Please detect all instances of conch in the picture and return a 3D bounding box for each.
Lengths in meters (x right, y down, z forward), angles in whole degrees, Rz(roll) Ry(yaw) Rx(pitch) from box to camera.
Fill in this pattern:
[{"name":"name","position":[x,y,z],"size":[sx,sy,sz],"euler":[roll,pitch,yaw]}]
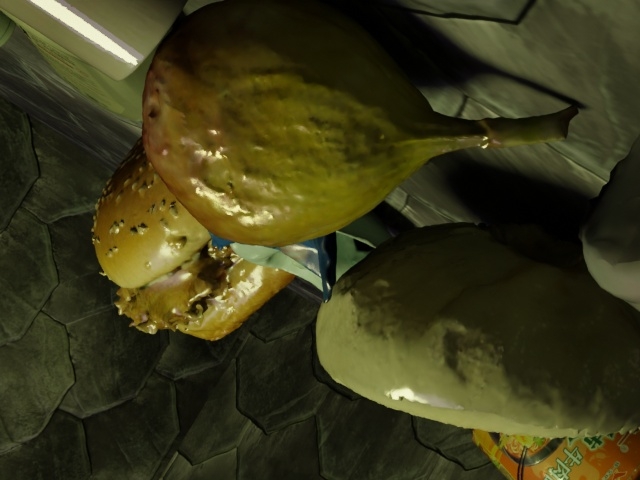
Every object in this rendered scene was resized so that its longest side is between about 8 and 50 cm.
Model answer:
[{"name":"conch","position":[0.001,-0.006,1.092],"size":[0.221,0.121,0.185],"euler":[27,172,-29]}]

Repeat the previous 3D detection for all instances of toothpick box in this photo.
[{"name":"toothpick box","position":[-0.167,-0.188,0.557],"size":[0.180,0.111,0.111],"euler":[33,173,-25]}]

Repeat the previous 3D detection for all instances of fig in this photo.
[{"name":"fig","position":[0.022,-0.071,0.566],"size":[0.257,0.159,0.159],"euler":[4,160,28]}]

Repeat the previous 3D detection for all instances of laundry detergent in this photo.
[{"name":"laundry detergent","position":[-0.201,-0.191,0.775],"size":[0.181,0.091,0.253],"euler":[36,174,8]}]

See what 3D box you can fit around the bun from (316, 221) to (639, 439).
[{"name":"bun","position":[0.138,0.058,0.739],"size":[0.287,0.146,0.287],"euler":[5,-176,0]}]

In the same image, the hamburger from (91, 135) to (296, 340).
[{"name":"hamburger","position":[-0.200,0.002,1.382],"size":[0.268,0.287,0.445],"euler":[36,170,-24]}]

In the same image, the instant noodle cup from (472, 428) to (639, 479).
[{"name":"instant noodle cup","position":[0.305,0.233,1.144],"size":[0.182,0.230,0.230],"euler":[39,177,23]}]

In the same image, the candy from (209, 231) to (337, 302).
[{"name":"candy","position":[-0.057,-0.062,0.819],"size":[0.077,0.187,0.331],"euler":[-6,-172,-25]}]

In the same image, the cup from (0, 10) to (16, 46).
[{"name":"cup","position":[-0.422,-0.274,1.088],"size":[0.120,0.120,0.141],"euler":[28,-178,28]}]

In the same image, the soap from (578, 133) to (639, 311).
[{"name":"soap","position":[0.288,0.061,0.356],"size":[0.296,0.107,0.285],"euler":[35,172,-24]}]
